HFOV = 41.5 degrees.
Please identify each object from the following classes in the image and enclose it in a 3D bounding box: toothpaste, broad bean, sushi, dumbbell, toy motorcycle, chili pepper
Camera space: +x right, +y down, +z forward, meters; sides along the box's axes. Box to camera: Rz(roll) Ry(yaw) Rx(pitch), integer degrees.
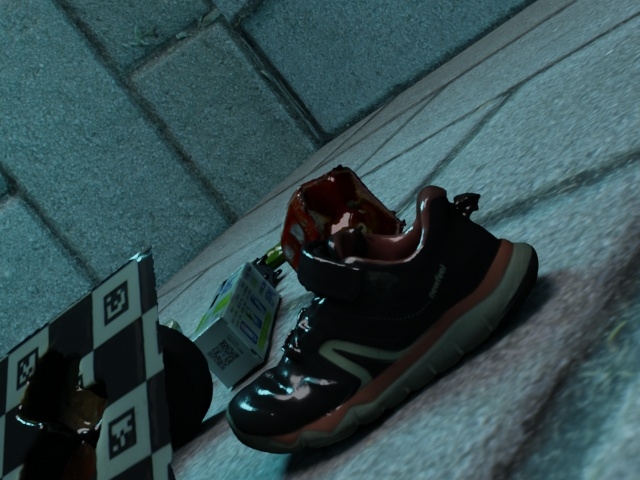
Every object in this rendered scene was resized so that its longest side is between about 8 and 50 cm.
[{"bbox_3d":[-0.114,0.110,1.202,0.067,0.081,0.336,-41,7,7],"label":"toothpaste"},{"bbox_3d":[-0.076,0.014,1.672,0.256,0.053,0.052,-40,46,-5],"label":"broad bean"},{"bbox_3d":[-0.228,0.233,0.714,0.359,0.064,0.343,-34,47,23],"label":"sushi"},{"bbox_3d":[-0.218,0.198,0.914,0.152,0.152,0.218,-35,9,22],"label":"dumbbell"},{"bbox_3d":[-0.119,0.079,1.483,0.100,0.058,0.173,-44,6,10],"label":"toy motorcycle"},{"bbox_3d":[0.000,0.000,1.112,0.252,0.144,0.136,146,136,-65],"label":"chili pepper"}]

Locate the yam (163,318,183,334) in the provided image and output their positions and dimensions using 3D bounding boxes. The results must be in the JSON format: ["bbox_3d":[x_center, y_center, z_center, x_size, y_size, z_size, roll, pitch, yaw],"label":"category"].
[{"bbox_3d":[-0.323,0.213,1.644,0.132,0.054,0.054,-42,9,-17],"label":"yam"}]

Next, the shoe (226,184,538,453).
[{"bbox_3d":[0.025,0.060,0.672,0.291,0.137,0.114,-37,7,13],"label":"shoe"}]
